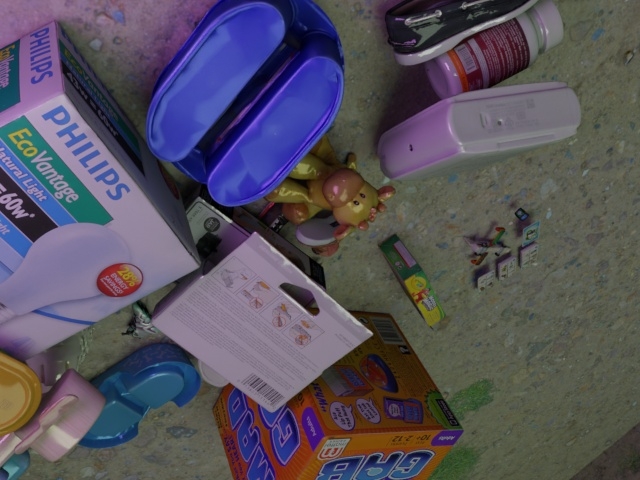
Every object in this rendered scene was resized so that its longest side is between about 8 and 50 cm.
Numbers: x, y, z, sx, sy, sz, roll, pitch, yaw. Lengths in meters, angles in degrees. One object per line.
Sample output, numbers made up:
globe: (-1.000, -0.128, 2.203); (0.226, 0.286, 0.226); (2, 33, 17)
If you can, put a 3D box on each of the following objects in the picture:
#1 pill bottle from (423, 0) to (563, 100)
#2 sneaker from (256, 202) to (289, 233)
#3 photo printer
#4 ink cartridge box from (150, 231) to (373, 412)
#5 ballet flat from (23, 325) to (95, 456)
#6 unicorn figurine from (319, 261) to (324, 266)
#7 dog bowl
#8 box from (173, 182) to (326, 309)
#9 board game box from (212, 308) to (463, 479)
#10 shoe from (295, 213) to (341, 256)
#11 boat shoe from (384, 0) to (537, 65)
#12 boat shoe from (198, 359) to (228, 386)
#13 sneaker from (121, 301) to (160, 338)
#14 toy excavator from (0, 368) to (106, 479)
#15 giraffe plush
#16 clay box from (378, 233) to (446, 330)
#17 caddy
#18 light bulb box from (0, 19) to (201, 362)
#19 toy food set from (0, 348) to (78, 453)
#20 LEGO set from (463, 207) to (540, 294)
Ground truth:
pill bottle: (0.299, -0.336, 1.150); (0.221, 0.121, 0.121); (-28, 135, -3)
sneaker: (-0.095, -0.023, 1.260); (0.158, 0.065, 0.061); (-35, 135, 5)
photo printer: (0.258, -0.183, 1.169); (0.256, 0.307, 0.107); (-11, 89, -19)
ink cartridge box: (-0.100, 0.140, 1.165); (0.261, 0.066, 0.296); (-40, 113, 17)
ballet flat: (-0.505, 0.253, 1.245); (0.147, 0.147, 0.409); (1, 127, -28)
unicorn figurine: (-0.059, 0.110, 1.405); (0.111, 0.060, 0.162); (8, 104, -36)
dog bowl: (-0.399, 0.326, 1.404); (0.297, 0.074, 0.166); (-34, 135, 3)
box: (-0.151, 0.046, 1.201); (0.290, 0.087, 0.169); (36, 109, -19)
board game box: (0.019, 0.403, 1.482); (0.356, 0.356, 0.356); (9, 123, -32)
shoe: (0.000, 0.000, 1.293); (0.178, 0.063, 0.081); (-23, 149, -55)
boat shoe: (0.244, -0.395, 1.075); (0.302, 0.114, 0.091); (-34, 130, -9)
boat shoe: (-0.174, 0.155, 1.376); (0.099, 0.116, 0.319); (-42, 154, -63)
sneaker: (-0.366, 0.165, 1.304); (0.069, 0.038, 0.098); (-27, 135, -4)
toy excavator: (-0.591, 0.382, 1.151); (0.222, 0.433, 0.445); (47, 73, -18)
giraffe plush: (0.027, -0.084, 1.170); (0.210, 0.170, 0.181); (21, 101, -41)
clay box: (0.211, 0.099, 1.479); (0.053, 0.127, 0.222); (-33, 136, 2)
caddy: (-0.112, -0.218, 1.008); (0.241, 0.179, 0.341); (38, 107, -20)
light bulb box: (-0.426, -0.050, 0.955); (0.361, 0.225, 0.358); (-29, 135, 1)
toy food set: (-0.478, 0.210, 0.945); (0.128, 0.071, 0.218); (-50, 127, -6)
LEGO set: (0.442, 0.014, 1.595); (0.182, 0.060, 0.244); (-29, 144, -6)
